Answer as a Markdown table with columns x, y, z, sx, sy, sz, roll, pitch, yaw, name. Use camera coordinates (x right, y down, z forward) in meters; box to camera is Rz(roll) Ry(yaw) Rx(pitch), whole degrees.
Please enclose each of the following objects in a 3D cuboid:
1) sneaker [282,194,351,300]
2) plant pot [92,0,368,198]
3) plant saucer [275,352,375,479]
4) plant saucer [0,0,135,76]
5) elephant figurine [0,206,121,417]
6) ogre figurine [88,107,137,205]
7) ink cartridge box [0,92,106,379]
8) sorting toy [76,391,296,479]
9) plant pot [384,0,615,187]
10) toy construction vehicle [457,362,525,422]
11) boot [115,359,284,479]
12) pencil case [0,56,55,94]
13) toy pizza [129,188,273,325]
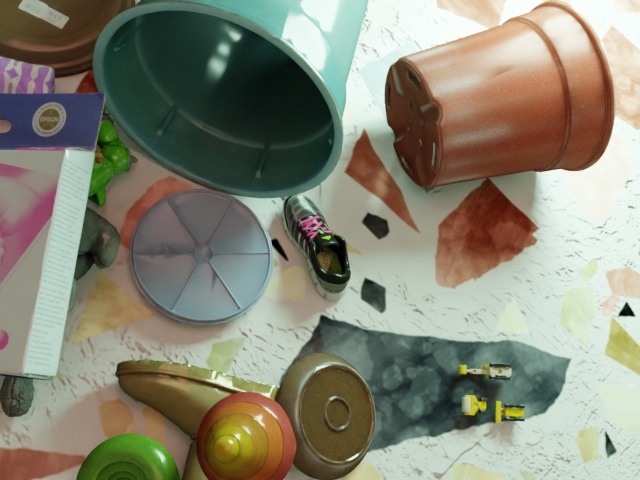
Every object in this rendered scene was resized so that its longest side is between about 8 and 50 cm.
| x | y | z | sx | sy | sz | roll | pitch | yaw | name |
| --- | --- | --- | --- | --- | --- | --- | --- | --- | --- |
| 0.000 | 0.000 | 1.135 | 0.063 | 0.075 | 0.170 | -19 | 76 | -22 | sneaker |
| -0.086 | -0.294 | 1.103 | 0.341 | 0.341 | 0.334 | 25 | 57 | -6 | plant pot |
| 0.016 | 0.232 | 1.043 | 0.168 | 0.029 | 0.168 | 12 | 70 | -37 | plant saucer |
| -0.419 | -0.373 | 1.175 | 0.278 | 0.041 | 0.277 | 6 | 68 | -16 | plant saucer |
| -0.356 | 0.061 | 0.941 | 0.186 | 0.169 | 0.239 | 38 | 54 | -22 | elephant figurine |
| -0.338 | -0.107 | 1.069 | 0.118 | 0.096 | 0.197 | 34 | 32 | 12 | ogre figurine |
| -0.421 | -0.025 | 0.867 | 0.324 | 0.071 | 0.330 | 2 | 77 | 15 | ink cartridge box |
| -0.209 | 0.273 | 0.868 | 0.366 | 0.126 | 0.127 | -21 | 77 | 1 | sorting toy |
| 0.256 | -0.208 | 1.207 | 0.265 | 0.272 | 0.272 | -15 | 74 | -13 | plant pot |
| 0.249 | 0.224 | 1.152 | 0.098 | 0.035 | 0.085 | 3 | 80 | -13 | toy construction vehicle |
| -0.163 | 0.295 | 0.966 | 0.236 | 0.089 | 0.269 | 14 | 67 | -11 | boot |
| -0.468 | -0.213 | 1.070 | 0.206 | 0.086 | 0.088 | 7 | 75 | -14 | pencil case |
| -0.166 | 0.023 | 1.101 | 0.201 | 0.032 | 0.201 | 5 | 69 | -14 | toy pizza |
